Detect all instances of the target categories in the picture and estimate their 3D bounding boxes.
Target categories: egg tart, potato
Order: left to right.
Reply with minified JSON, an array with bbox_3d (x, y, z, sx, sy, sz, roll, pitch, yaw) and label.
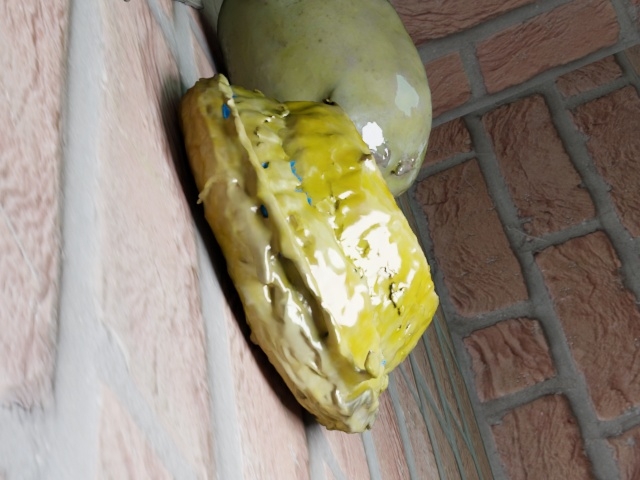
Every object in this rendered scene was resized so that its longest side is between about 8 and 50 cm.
[{"bbox_3d":[0.000,0.000,1.447,0.388,0.169,0.388,-25,90,-87],"label":"egg tart"},{"bbox_3d":[0.008,-0.182,1.761,0.326,0.221,0.243,60,-6,19],"label":"potato"}]

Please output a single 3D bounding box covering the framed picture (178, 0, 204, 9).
[{"bbox_3d":[-0.167,-0.314,1.691,0.149,0.011,0.109,-34,102,-82],"label":"framed picture"}]
